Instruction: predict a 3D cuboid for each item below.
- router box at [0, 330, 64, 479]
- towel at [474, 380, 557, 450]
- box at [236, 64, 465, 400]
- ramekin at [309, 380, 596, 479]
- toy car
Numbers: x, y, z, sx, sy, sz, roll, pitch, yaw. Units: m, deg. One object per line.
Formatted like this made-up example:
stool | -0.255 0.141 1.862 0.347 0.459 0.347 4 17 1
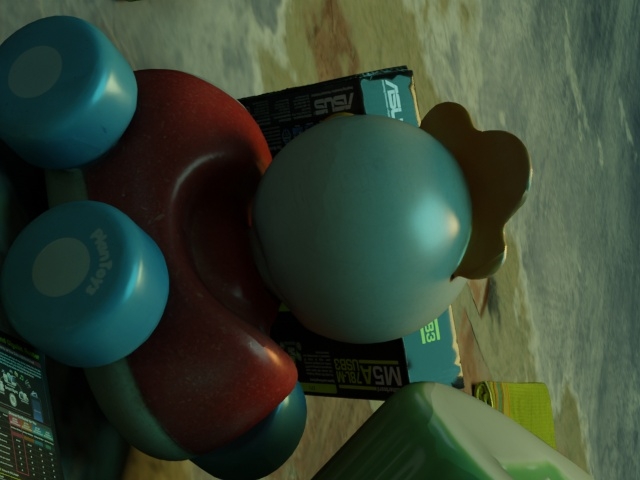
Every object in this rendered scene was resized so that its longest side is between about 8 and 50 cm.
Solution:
router box | -0.158 0.079 0.732 0.122 0.038 0.092 40 33 -60
towel | 0.194 0.186 1.637 0.237 0.021 0.102 11 72 -68
box | 0.000 0.000 1.003 0.045 0.191 0.184 -15 95 -32
ramekin | 0.105 0.207 0.854 0.303 0.148 0.303 38 7 -5
toy car | -0.010 -0.016 0.856 0.219 0.238 0.210 51 23 -57
